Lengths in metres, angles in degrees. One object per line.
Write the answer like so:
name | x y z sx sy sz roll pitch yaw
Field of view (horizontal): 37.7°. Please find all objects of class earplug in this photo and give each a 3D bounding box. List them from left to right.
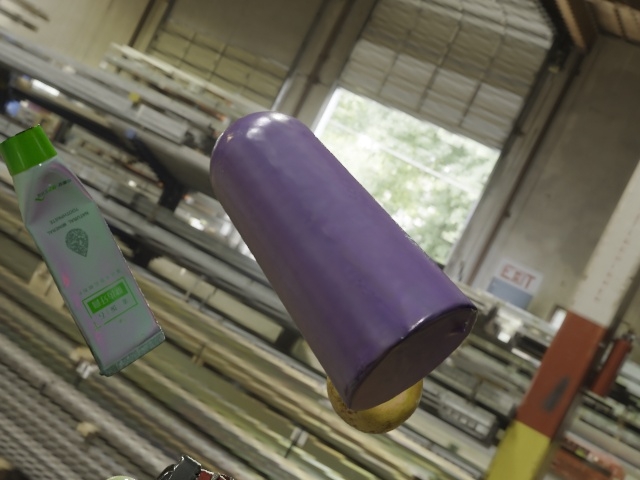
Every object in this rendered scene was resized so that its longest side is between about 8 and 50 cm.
earplug | 0.000 0.000 1.314 0.456 0.215 0.215 52 12 24

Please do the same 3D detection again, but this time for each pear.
pear | 0.090 0.245 1.600 0.178 0.178 0.178 27 1 -1

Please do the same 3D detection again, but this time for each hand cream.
hand cream | -0.261 0.011 1.006 0.275 0.079 0.050 65 -8 -12

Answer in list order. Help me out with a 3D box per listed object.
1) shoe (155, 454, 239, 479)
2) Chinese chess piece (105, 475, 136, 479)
shoe | -0.145 0.283 0.990 0.227 0.112 0.099 -18 -4 -6
Chinese chess piece | -0.293 0.387 1.373 0.084 0.084 0.034 27 10 2
